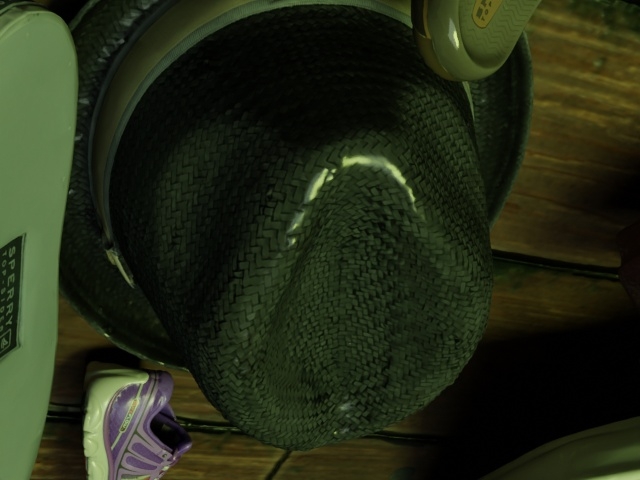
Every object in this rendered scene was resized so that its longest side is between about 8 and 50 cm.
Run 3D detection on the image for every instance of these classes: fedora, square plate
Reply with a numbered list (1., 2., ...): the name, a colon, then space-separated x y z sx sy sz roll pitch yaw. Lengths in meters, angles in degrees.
1. fedora: 0.000 0.000 0.563 0.334 0.152 0.334 -13 136 -12
2. square plate: 0.270 0.184 0.862 0.347 0.049 0.344 -8 160 -16

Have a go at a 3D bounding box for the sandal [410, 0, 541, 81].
1. sandal: 0.110 -0.170 0.462 0.090 0.060 0.219 28 88 -45

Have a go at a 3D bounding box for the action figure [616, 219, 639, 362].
1. action figure: 0.356 -0.034 0.614 0.276 0.248 0.370 21 125 -38

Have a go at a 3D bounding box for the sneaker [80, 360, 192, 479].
1. sneaker: -0.122 0.151 0.712 0.071 0.068 0.170 1 133 -6

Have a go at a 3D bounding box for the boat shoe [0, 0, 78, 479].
1. boat shoe: -0.228 0.044 0.512 0.156 0.136 0.367 20 118 11
